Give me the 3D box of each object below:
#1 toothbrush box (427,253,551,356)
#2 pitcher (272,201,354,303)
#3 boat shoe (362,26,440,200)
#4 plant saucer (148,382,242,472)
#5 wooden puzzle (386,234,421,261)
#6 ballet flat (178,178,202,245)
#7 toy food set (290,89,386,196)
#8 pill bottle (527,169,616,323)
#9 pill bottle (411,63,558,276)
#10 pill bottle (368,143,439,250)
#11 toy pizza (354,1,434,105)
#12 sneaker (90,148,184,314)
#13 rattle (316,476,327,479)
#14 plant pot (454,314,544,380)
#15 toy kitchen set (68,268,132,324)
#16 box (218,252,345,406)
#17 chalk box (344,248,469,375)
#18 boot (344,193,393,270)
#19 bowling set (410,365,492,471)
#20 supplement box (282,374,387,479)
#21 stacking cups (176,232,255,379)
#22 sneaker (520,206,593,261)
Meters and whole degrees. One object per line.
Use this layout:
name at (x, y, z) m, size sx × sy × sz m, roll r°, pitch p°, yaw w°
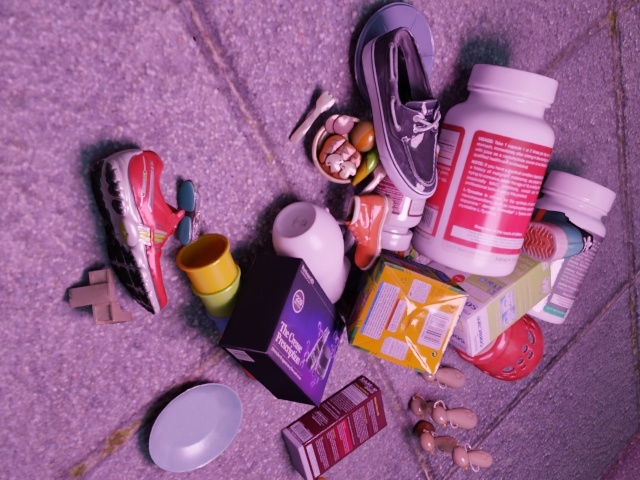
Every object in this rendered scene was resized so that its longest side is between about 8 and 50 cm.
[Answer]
toothbrush box at (0.370, 0.110, 1.434) m, size 0.283 × 0.206 × 0.122 m, roll -33°, pitch 127°, yaw -22°
pitcher at (0.000, 0.000, 1.166) m, size 0.177 × 0.125 × 0.207 m, roll -64°, pitch 147°, yaw -25°
boat shoe at (0.162, -0.221, 1.071) m, size 0.108 × 0.102 × 0.301 m, roll -15°, pitch 95°, yaw -33°
plant saucer at (-0.244, 0.354, 1.177) m, size 0.195 × 0.037 × 0.195 m, roll -16°, pitch 119°, yaw -31°
wooden puzzle at (0.195, 0.025, 1.387) m, size 0.116 × 0.014 × 0.078 m, roll -25°, pitch 123°, yaw -27°
ballet flat at (-0.217, -0.049, 1.020) m, size 0.041 × 0.041 × 0.114 m, roll -6°, pitch 114°, yaw -36°
toy food set at (0.049, -0.167, 1.108) m, size 0.192 × 0.038 × 0.132 m, roll 37°, pitch 98°, yaw -18°
pill bottle at (0.604, 0.016, 1.575) m, size 0.204 × 0.204 × 0.361 m, roll 16°, pitch 100°, yaw -41°
pill bottle at (0.350, -0.147, 1.282) m, size 0.229 × 0.229 × 0.407 m, roll 3°, pitch 107°, yaw -39°
pill bottle at (0.155, -0.099, 1.226) m, size 0.121 × 0.121 × 0.221 m, roll 0°, pitch 110°, yaw -38°
toy pizza at (0.138, -0.347, 1.161) m, size 0.201 × 0.032 × 0.201 m, roll -16°, pitch 117°, yaw -33°
sneaker at (-0.264, -0.009, 0.956) m, size 0.118 × 0.107 × 0.279 m, roll -27°, pitch 127°, yaw -38°
rattle at (-0.079, 0.657, 1.450) m, size 0.130 × 0.143 × 0.199 m, roll 36°, pitch 103°, yaw -11°
plant pot at (0.453, 0.255, 1.577) m, size 0.174 × 0.191 × 0.191 m, roll 26°, pitch 93°, yaw -40°
toy kitchen set at (-0.355, 0.094, 0.982) m, size 0.068 × 0.075 × 0.083 m, roll -9°, pitch 82°, yaw 4°
box at (-0.058, 0.169, 1.119) m, size 0.261 × 0.103 × 0.184 m, roll 59°, pitch 41°, yaw -51°
chalk box at (0.162, 0.130, 1.265) m, size 0.179 × 0.289 × 0.180 m, roll 21°, pitch 95°, yaw -3°
boot at (0.077, -0.016, 1.162) m, size 0.085 × 0.059 × 0.158 m, roll 1°, pitch 113°, yaw -25°
bowling set at (0.295, 0.480, 1.571) m, size 0.154 × 0.287 × 0.200 m, roll 19°, pitch 131°, yaw -35°
supplement box at (0.038, 0.434, 1.411) m, size 0.239 × 0.073 × 0.130 m, roll -28°, pitch 126°, yaw -24°
stacking cups at (-0.160, 0.131, 1.119) m, size 0.096 × 0.096 × 0.316 m, roll -36°, pitch 133°, yaw -20°
sneaker at (0.486, -0.025, 1.390) m, size 0.121 × 0.302 × 0.108 m, roll -3°, pitch 110°, yaw -19°
